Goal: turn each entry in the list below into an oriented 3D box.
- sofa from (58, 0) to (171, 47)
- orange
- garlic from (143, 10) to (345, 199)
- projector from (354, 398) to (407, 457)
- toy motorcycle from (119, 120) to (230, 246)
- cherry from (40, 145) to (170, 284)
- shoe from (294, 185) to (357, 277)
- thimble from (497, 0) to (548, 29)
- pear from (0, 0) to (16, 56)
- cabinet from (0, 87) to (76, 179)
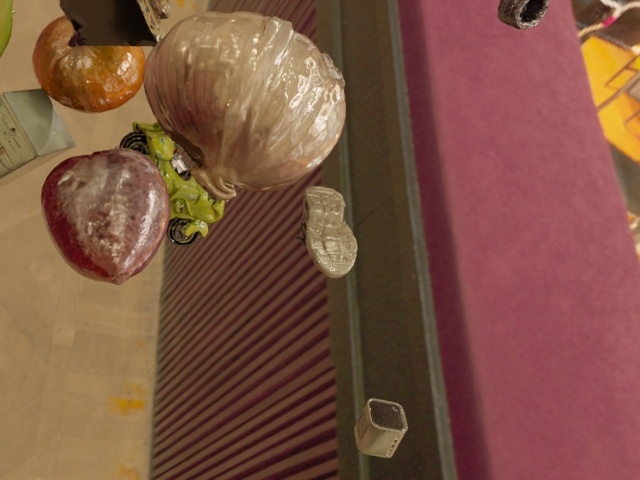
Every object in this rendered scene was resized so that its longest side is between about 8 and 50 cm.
[{"bbox_3d":[-0.383,-0.482,1.204,0.200,0.258,0.182,3,64,8],"label":"sofa"},{"bbox_3d":[-0.503,-0.390,1.469,0.240,0.171,0.240,0,77,2],"label":"orange"},{"bbox_3d":[-0.122,-0.205,1.026,0.322,0.322,0.241,45,53,0],"label":"garlic"},{"bbox_3d":[0.124,0.390,1.409,0.083,0.082,0.083,14,31,-14],"label":"projector"},{"bbox_3d":[-0.345,-0.149,1.687,0.206,0.142,0.342,-31,119,-11],"label":"toy motorcycle"},{"bbox_3d":[-0.398,-0.048,1.268,0.230,0.203,0.300,-8,64,-13],"label":"cherry"},{"bbox_3d":[0.001,0.000,1.356,0.099,0.125,0.227,8,47,-17],"label":"shoe"},{"bbox_3d":[0.443,-0.513,1.479,0.104,0.095,0.066,-13,39,-34],"label":"thimble"},{"bbox_3d":[-0.424,-0.171,0.497,0.399,0.399,0.165,0,61,-31],"label":"pear"},{"bbox_3d":[-0.683,-0.215,1.470,0.145,0.206,0.150,63,18,-10],"label":"cabinet"}]
